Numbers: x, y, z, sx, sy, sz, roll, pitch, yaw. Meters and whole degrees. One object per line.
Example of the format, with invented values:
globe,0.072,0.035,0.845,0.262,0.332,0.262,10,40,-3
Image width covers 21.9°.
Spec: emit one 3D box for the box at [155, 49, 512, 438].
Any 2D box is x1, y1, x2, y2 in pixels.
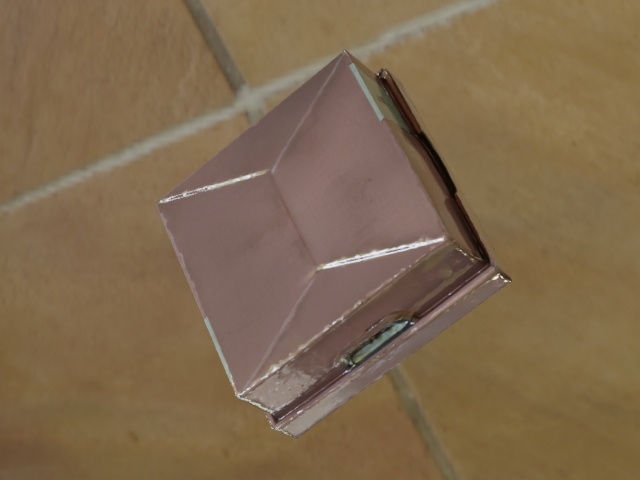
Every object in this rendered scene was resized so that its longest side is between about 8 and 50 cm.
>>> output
box,0.000,0.000,1.237,0.215,0.215,0.086,-37,142,16
